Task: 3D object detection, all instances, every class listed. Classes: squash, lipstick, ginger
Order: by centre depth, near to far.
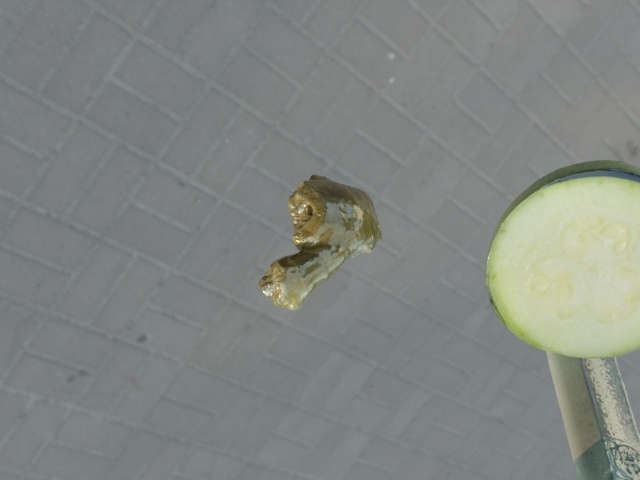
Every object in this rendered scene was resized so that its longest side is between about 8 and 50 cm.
[{"bbox_3d":[-0.005,-0.008,0.905,0.165,0.067,0.096,-39,98,-40],"label":"ginger"},{"bbox_3d":[0.324,0.024,1.128,0.252,0.049,0.252,3,115,5],"label":"squash"},{"bbox_3d":[0.355,0.195,1.236,0.066,0.317,0.068,13,136,-17],"label":"lipstick"}]
